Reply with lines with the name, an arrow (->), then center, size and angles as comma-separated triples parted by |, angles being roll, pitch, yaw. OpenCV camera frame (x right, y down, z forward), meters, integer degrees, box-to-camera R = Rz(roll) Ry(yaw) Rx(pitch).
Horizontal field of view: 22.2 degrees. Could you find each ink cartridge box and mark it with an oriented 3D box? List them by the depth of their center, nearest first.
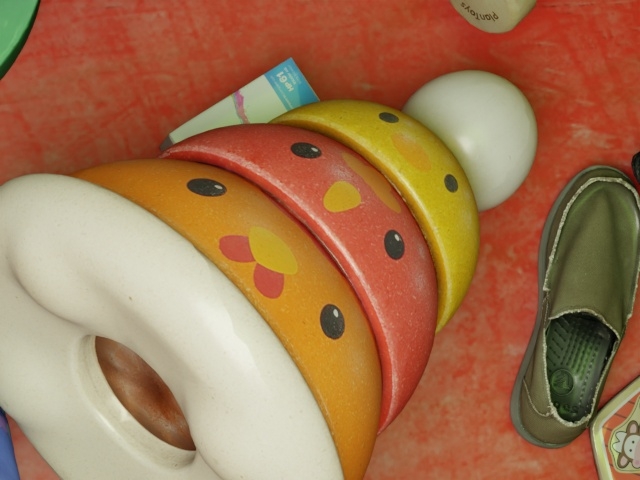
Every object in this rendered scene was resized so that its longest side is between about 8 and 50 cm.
ink cartridge box -> -0.068, -0.093, 1.352 | 0.122, 0.088, 0.052 | -35, 93, -12

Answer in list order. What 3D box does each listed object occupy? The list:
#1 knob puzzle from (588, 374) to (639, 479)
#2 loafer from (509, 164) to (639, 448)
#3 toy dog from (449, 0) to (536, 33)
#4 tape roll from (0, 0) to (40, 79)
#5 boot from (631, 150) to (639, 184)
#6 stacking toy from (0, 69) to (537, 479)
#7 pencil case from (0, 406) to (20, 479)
knob puzzle -> 0.325, 0.191, 1.429 | 0.213, 0.030, 0.213 | 1, 87, -16
loafer -> 0.232, 0.057, 1.400 | 0.094, 0.087, 0.251 | 13, 83, -10
toy dog -> 0.153, -0.320, 1.318 | 0.333, 0.161, 0.220 | 38, 70, -36
tape roll -> -0.381, -0.236, 1.310 | 0.321, 0.077, 0.321 | 1, 85, -12
boot -> 0.459, -0.006, 1.425 | 0.348, 0.131, 0.260 | -13, 83, -20
stacking toy -> 0.000, 0.000, 1.253 | 0.350, 0.350, 0.480 | 51, 56, -3
pencil case -> -0.282, 0.200, 1.186 | 0.119, 0.306, 0.133 | -42, 130, 20
